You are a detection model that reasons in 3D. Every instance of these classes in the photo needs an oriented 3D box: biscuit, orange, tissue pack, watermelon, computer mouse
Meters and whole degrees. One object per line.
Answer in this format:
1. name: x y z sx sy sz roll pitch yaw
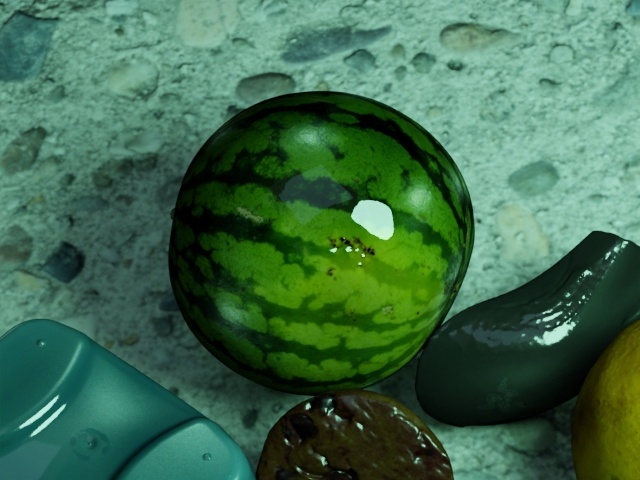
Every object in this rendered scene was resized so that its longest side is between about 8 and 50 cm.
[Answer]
1. biscuit: 0.030 0.225 1.655 0.192 0.192 0.049 14 19 13
2. orange: 0.339 0.178 1.592 0.261 0.261 0.261 -2 60 4
3. tissue pack: -0.200 0.223 1.657 0.287 0.206 0.198 31 59 19
4. watermelon: 0.000 0.000 1.710 0.285 0.285 0.285 -2 60 4
5. computer mouse: 0.216 0.097 1.710 0.264 0.147 0.088 -34 41 -14
